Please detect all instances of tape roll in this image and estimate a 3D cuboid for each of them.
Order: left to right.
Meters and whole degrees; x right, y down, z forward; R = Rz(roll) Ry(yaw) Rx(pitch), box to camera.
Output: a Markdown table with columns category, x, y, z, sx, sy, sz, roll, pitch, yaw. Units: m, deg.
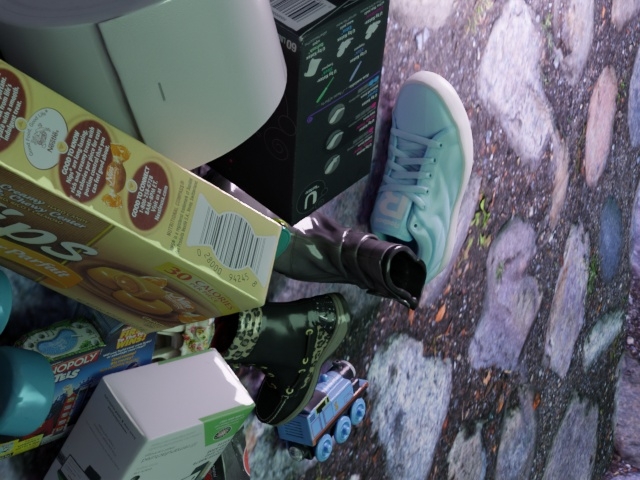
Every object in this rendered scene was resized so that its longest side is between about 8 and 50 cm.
| category | x | y | z | sx | sy | sz | roll | pitch | yaw |
| --- | --- | --- | --- | --- | --- | --- | --- | --- | --- |
| tape roll | -0.165 | -0.195 | 1.014 | 0.246 | 0.246 | 0.169 | -52 | 144 | -34 |

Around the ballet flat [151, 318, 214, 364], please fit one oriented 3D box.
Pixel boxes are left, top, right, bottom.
| category | x | y | z | sx | sy | sz | roll | pitch | yaw |
| --- | --- | --- | --- | --- | --- | --- | --- | --- | --- |
| ballet flat | -0.175 | 0.127 | 1.321 | 0.077 | 0.091 | 0.241 | 8 | 93 | -39 |

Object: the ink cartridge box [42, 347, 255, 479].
| category | x | y | z | sx | sy | sz | roll | pitch | yaw |
| --- | --- | --- | --- | --- | --- | --- | --- | --- | --- |
| ink cartridge box | -0.194 | 0.232 | 1.209 | 0.160 | 0.092 | 0.219 | -11 | 142 | -48 |

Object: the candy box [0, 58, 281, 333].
| category | x | y | z | sx | sy | sz | roll | pitch | yaw |
| --- | --- | --- | --- | --- | --- | --- | --- | --- | --- |
| candy box | -0.211 | -0.027 | 0.951 | 0.316 | 0.183 | 0.087 | 32 | 58 | -34 |

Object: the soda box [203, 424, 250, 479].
| category | x | y | z | sx | sy | sz | roll | pitch | yaw |
| --- | --- | --- | --- | --- | --- | --- | --- | --- | --- |
| soda box | -0.130 | 0.292 | 1.453 | 0.060 | 0.053 | 0.169 | -14 | 98 | -58 |

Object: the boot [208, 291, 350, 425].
| category | x | y | z | sx | sy | sz | roll | pitch | yaw |
| --- | --- | --- | --- | --- | --- | --- | --- | --- | --- |
| boot | -0.082 | 0.159 | 1.495 | 0.178 | 0.085 | 0.236 | 4 | 130 | -36 |

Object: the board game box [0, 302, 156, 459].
| category | x | y | z | sx | sy | sz | roll | pitch | yaw |
| --- | --- | --- | --- | --- | --- | --- | --- | --- | --- |
| board game box | -0.244 | 0.118 | 1.138 | 0.194 | 0.060 | 0.194 | -15 | 142 | -45 |

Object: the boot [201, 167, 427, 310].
| category | x | y | z | sx | sy | sz | roll | pitch | yaw |
| --- | --- | --- | --- | --- | --- | --- | --- | --- | --- |
| boot | 0.000 | 0.000 | 1.412 | 0.338 | 0.222 | 0.118 | 18 | 89 | -61 |

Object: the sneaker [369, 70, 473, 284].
| category | x | y | z | sx | sy | sz | roll | pitch | yaw |
| --- | --- | --- | --- | --- | --- | --- | --- | --- | --- |
| sneaker | 0.146 | -0.071 | 1.723 | 0.150 | 0.135 | 0.366 | -40 | 135 | -50 |

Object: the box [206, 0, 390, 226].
| category | x | y | z | sx | sy | sz | roll | pitch | yaw |
| --- | --- | --- | --- | --- | --- | --- | --- | --- | --- |
| box | -0.036 | -0.179 | 1.245 | 0.143 | 0.165 | 0.270 | -36 | 148 | -31 |

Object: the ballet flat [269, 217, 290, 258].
| category | x | y | z | sx | sy | sz | roll | pitch | yaw |
| --- | --- | --- | --- | --- | --- | --- | --- | --- | --- |
| ballet flat | -0.145 | 0.027 | 1.272 | 0.231 | 0.077 | 0.077 | -34 | 142 | -20 |

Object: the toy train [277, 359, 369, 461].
| category | x | y | z | sx | sy | sz | roll | pitch | yaw |
| --- | --- | --- | --- | --- | --- | --- | --- | --- | --- |
| toy train | 0.006 | 0.256 | 1.696 | 0.184 | 0.080 | 0.105 | -40 | 130 | -45 |

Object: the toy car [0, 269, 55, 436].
| category | x | y | z | sx | sy | sz | roll | pitch | yaw |
| --- | --- | --- | --- | --- | --- | --- | --- | --- | --- |
| toy car | -0.385 | 0.131 | 0.905 | 0.219 | 0.210 | 0.238 | 20 | 115 | -48 |
